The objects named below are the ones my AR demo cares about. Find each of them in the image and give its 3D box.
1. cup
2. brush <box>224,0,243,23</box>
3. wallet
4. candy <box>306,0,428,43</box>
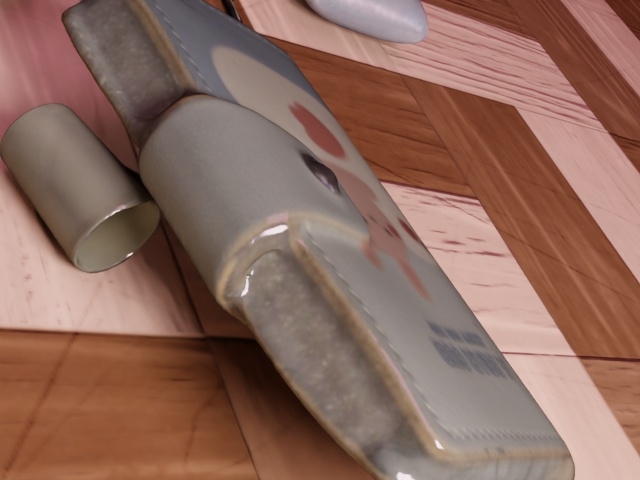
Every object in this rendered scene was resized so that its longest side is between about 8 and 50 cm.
[{"bbox_3d":[-0.124,-0.034,0.552,0.075,0.054,0.083,-30,67,-31],"label":"cup"},{"bbox_3d":[-0.078,-0.202,0.854,0.024,0.008,0.083,15,39,-37],"label":"brush"},{"bbox_3d":[0.000,0.000,0.584,0.360,0.083,0.252,55,18,26],"label":"wallet"},{"bbox_3d":[0.025,-0.265,0.973,0.138,0.071,0.174,12,40,-34],"label":"candy"}]
